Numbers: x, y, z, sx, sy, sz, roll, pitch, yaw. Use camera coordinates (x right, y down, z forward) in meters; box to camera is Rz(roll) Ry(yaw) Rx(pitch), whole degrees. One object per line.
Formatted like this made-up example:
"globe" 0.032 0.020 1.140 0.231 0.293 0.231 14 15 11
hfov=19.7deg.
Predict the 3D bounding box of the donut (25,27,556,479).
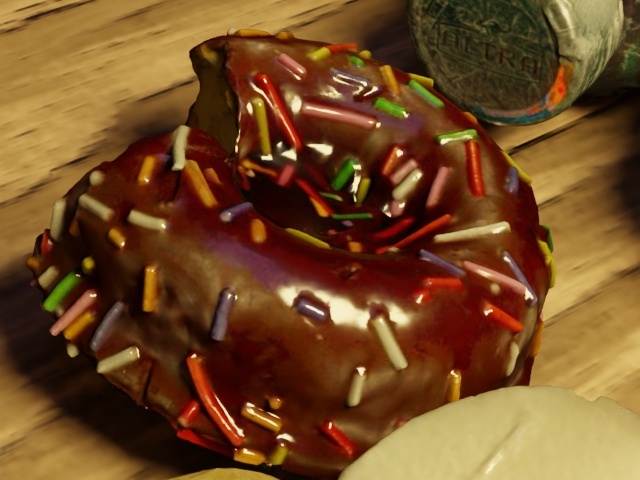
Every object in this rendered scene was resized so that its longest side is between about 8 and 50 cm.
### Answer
"donut" 0.001 0.000 0.779 0.216 0.096 0.230 36 36 17

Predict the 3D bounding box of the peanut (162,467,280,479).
"peanut" -0.047 0.114 0.701 0.113 0.054 0.054 -4 46 -23

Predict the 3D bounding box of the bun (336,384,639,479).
"bun" 0.077 0.148 0.647 0.172 0.120 0.173 -13 51 16

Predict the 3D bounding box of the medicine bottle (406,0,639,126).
"medicine bottle" 0.162 -0.169 0.983 0.141 0.141 0.293 32 45 17
